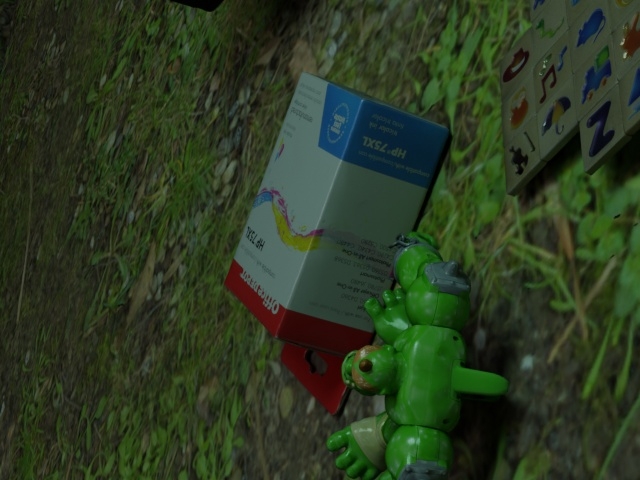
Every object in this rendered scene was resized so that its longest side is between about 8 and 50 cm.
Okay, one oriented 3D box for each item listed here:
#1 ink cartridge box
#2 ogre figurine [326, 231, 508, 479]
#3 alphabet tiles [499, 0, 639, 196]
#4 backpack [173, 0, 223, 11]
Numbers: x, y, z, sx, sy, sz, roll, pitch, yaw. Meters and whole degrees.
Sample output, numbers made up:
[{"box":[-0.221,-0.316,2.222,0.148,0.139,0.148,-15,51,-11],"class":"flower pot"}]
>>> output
[{"box":[0.000,0.000,1.005,0.134,0.078,0.231,36,108,64],"class":"ink cartridge box"},{"box":[0.059,0.086,0.817,0.197,0.096,0.118,-62,4,-15],"class":"ogre figurine"},{"box":[0.174,-0.136,0.787,0.237,0.009,0.198,129,152,-47],"class":"alphabet tiles"},{"box":[-0.076,-0.369,1.273,0.225,0.191,0.254,-26,60,58],"class":"backpack"}]
